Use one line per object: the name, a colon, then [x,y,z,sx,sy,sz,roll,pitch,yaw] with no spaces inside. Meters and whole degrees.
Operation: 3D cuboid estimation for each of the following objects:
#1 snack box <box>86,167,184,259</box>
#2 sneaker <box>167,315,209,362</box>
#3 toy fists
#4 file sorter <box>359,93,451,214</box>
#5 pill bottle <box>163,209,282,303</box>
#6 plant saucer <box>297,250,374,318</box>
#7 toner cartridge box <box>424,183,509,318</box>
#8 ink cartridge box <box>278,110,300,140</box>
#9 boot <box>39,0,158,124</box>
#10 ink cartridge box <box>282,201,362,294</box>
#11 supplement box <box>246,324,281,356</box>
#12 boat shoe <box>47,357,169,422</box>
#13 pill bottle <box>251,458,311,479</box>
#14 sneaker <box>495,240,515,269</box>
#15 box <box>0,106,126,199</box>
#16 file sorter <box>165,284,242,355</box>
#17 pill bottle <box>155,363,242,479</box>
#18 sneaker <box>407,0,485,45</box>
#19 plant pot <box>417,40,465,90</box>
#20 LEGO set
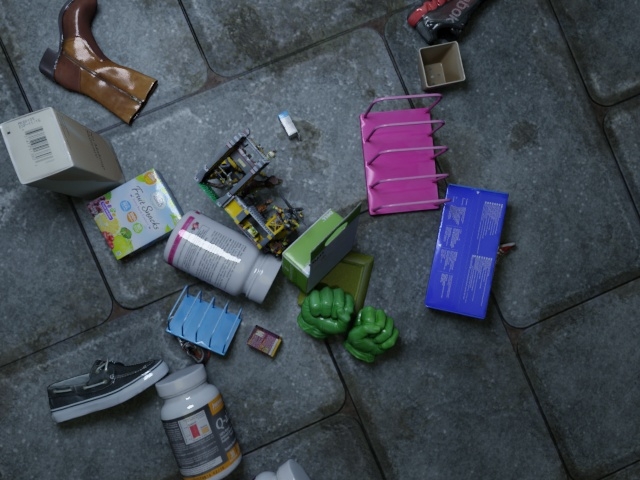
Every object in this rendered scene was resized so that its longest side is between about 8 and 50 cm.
snack box: [-0.497,-0.071,1.257,0.207,0.070,0.174,-30,91,-4]
sneaker: [-0.364,0.272,1.264,0.061,0.065,0.158,-42,92,-2]
toy fists: [0.078,0.224,1.238,0.279,0.096,0.142,28,114,-8]
file sorter: [0.231,-0.227,1.239,0.202,0.182,0.291,-6,90,-3]
pill bottle: [-0.253,0.049,1.224,0.283,0.160,0.160,27,88,-2]
plant saucer: [0.045,0.117,1.296,0.188,0.045,0.188,13,89,-3]
toner cartridge box: [0.404,0.029,1.282,0.165,0.075,0.348,12,89,11]
ink cartridge box: [-0.088,-0.316,1.290,0.028,0.048,0.083,-28,91,-3]
boot: [-0.578,-0.496,1.243,0.280,0.096,0.264,28,88,-3]
ink cartridge box: [0.000,0.000,1.147,0.097,0.255,0.189,40,67,16]
supplement box: [-0.157,0.281,1.285,0.083,0.043,0.055,28,89,-3]
boat shoe: [-0.578,0.376,1.224,0.335,0.121,0.119,-22,95,-1]
pill bottle: [-0.162,0.732,1.220,0.301,0.169,0.169,-40,92,-3]
sneaker: [0.510,0.047,1.321,0.118,0.042,0.067,-20,87,5]
box: [-0.614,-0.200,1.131,0.121,0.311,0.148,-21,91,-3]
file sorter: [-0.308,0.210,1.227,0.170,0.104,0.118,23,57,-2]
pill bottle: [-0.326,0.484,1.216,0.162,0.162,0.278,-19,91,-3]
sneaker: [0.389,-0.643,1.292,0.276,0.097,0.135,-27,91,-1]
plant pot: [0.327,-0.476,1.288,0.109,0.096,0.109,-12,89,-3]
LEGO set: [-0.146,-0.141,1.186,0.192,0.255,0.331,-41,84,14]
